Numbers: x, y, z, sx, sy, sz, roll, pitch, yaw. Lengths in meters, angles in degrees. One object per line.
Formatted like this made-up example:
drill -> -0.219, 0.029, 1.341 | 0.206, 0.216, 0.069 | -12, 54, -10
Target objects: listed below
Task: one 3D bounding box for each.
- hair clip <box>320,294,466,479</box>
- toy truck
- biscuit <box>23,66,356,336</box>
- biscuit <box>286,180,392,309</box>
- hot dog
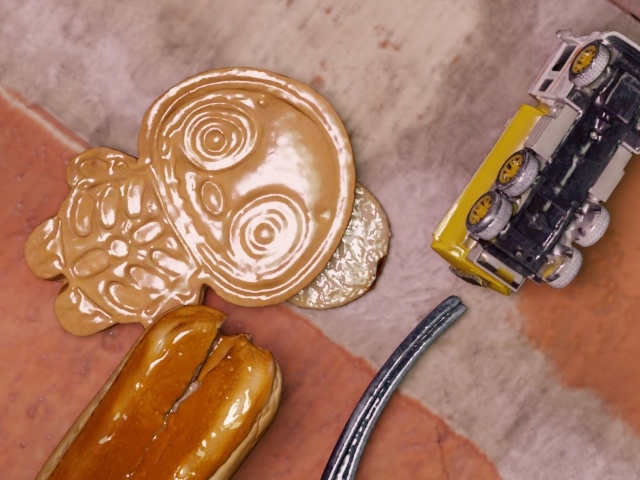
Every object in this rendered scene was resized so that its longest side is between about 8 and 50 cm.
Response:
hair clip -> 0.041, 0.164, 1.343 | 0.083, 0.048, 0.275 | 25, 88, 5
toy truck -> 0.182, -0.061, 1.311 | 0.098, 0.114, 0.227 | 34, 90, -20
biscuit -> -0.107, -0.026, 1.343 | 0.288, 0.044, 0.202 | -24, 87, 2
biscuit -> 0.000, 0.000, 1.361 | 0.120, 0.015, 0.120 | 0, 89, 1
hot dog -> -0.158, 0.206, 1.313 | 0.135, 0.100, 0.337 | 36, 96, 12
